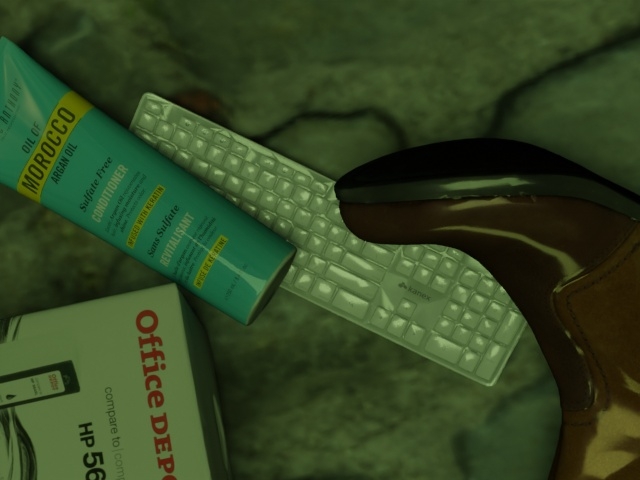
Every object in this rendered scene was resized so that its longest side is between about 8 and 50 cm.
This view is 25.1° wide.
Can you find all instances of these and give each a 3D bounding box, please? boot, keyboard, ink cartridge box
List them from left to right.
[{"bbox_3d":[-0.156,0.120,0.792,0.203,0.086,0.148,-13,68,1],"label":"ink cartridge box"},{"bbox_3d":[0.000,0.000,0.830,0.256,0.014,0.072,26,102,2],"label":"keyboard"},{"bbox_3d":[0.131,0.088,0.796,0.264,0.096,0.281,1,105,-12],"label":"boot"}]

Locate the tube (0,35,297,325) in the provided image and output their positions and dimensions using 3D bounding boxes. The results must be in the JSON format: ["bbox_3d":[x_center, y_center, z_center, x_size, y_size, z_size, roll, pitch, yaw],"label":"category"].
[{"bbox_3d":[-0.112,-0.028,0.815,0.207,0.052,0.080,32,102,6],"label":"tube"}]
